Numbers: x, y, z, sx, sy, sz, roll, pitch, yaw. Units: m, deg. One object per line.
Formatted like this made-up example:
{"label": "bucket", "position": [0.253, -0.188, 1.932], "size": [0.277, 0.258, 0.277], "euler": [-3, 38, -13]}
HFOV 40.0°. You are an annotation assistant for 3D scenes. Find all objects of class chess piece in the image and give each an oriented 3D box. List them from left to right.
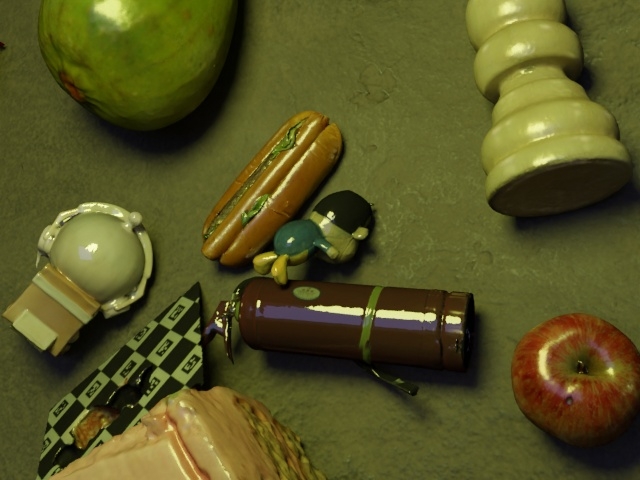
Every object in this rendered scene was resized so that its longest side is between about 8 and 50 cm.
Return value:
{"label": "chess piece", "position": [0.257, -0.194, 1.059], "size": [0.167, 0.167, 0.299], "euler": [-14, 69, 16]}

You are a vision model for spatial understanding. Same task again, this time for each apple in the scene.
{"label": "apple", "position": [0.285, 0.157, 0.973], "size": [0.146, 0.131, 0.146], "euler": [-3, 67, 7]}

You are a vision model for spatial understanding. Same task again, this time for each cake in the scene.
{"label": "cake", "position": [-0.142, 0.351, 0.979], "size": [0.314, 0.307, 0.293], "euler": [-41, 66, 6]}

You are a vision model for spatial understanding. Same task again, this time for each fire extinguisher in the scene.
{"label": "fire extinguisher", "position": [0.013, 0.112, 1.085], "size": [0.341, 0.105, 0.141], "euler": [3, 61, 17]}

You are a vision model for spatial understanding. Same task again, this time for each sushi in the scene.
{"label": "sushi", "position": [-0.243, 0.215, 1.134], "size": [0.290, 0.050, 0.264], "euler": [-40, 24, 8]}

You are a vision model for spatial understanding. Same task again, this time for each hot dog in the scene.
{"label": "hot dog", "position": [-0.069, -0.070, 1.183], "size": [0.100, 0.068, 0.249], "euler": [39, 91, 24]}

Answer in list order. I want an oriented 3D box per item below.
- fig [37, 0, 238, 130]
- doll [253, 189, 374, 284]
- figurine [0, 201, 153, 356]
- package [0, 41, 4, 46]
{"label": "fig", "position": [-0.237, -0.317, 1.216], "size": [0.258, 0.258, 0.326], "euler": [20, 67, 22]}
{"label": "doll", "position": [0.000, 0.000, 1.120], "size": [0.179, 0.089, 0.102], "euler": [-36, 29, -20]}
{"label": "figurine", "position": [-0.329, 0.049, 1.223], "size": [0.162, 0.141, 0.237], "euler": [38, 89, -5]}
{"label": "package", "position": [-0.647, -0.161, 1.379], "size": [0.196, 0.123, 0.423], "euler": [12, 83, 19]}
